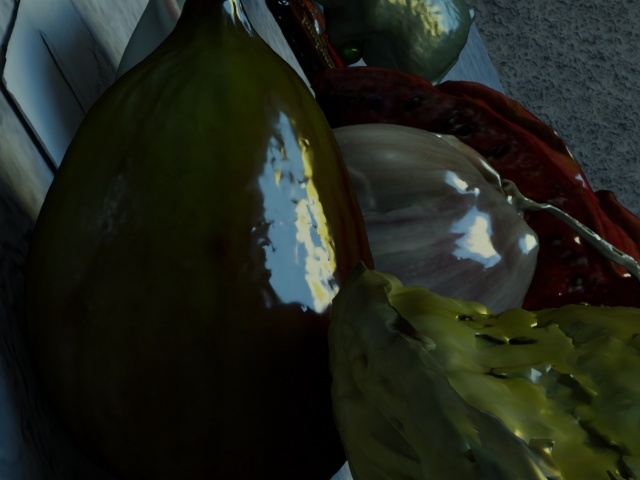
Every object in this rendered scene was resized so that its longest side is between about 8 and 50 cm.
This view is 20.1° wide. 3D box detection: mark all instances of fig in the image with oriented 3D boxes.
[{"bbox_3d":[-0.048,-0.023,0.748,0.170,0.145,0.274,-32,123,-76],"label":"fig"}]

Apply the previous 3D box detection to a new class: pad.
[{"bbox_3d":[-0.101,-0.031,0.933,0.156,0.004,0.232,-93,158,-55],"label":"pad"}]

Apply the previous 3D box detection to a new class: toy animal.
[{"bbox_3d":[0.037,-0.241,1.657,0.236,0.138,0.108,50,-13,-18],"label":"toy animal"}]

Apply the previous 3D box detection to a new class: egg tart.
[{"bbox_3d":[0.130,0.132,0.633,0.341,0.132,0.341,54,3,-4],"label":"egg tart"}]

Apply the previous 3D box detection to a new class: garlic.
[{"bbox_3d":[0.066,0.012,1.148,0.256,0.207,0.207,-6,70,-36],"label":"garlic"}]

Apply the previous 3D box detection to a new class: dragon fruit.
[{"bbox_3d":[0.158,0.000,1.492,0.329,0.228,0.286,48,23,-55],"label":"dragon fruit"}]

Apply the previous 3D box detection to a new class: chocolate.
[{"bbox_3d":[-0.008,-0.173,1.529,0.086,0.028,0.182,-89,156,-55],"label":"chocolate"}]

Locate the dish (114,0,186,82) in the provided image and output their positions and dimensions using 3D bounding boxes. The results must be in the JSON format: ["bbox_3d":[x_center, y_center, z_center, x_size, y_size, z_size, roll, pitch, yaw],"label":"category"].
[{"bbox_3d":[-0.057,-0.035,0.938,0.229,0.081,0.229,61,11,-20],"label":"dish"}]
